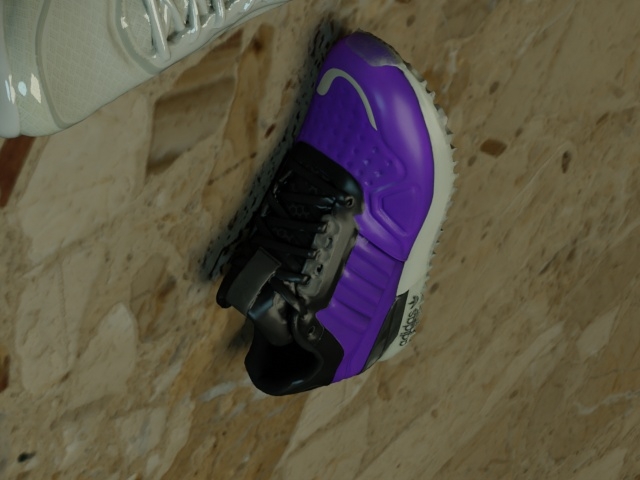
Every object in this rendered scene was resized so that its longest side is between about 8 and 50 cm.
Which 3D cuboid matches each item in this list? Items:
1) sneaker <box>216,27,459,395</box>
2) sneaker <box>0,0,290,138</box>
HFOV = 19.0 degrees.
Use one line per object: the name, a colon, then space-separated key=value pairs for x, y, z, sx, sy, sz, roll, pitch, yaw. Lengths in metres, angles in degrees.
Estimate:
sneaker: x=0.001 y=0.001 z=1.300 sx=0.146 sy=0.102 sz=0.293 roll=-26 pitch=140 yaw=-30
sneaker: x=-0.072 y=-0.144 z=0.976 sx=0.292 sy=0.118 sz=0.110 roll=-52 pitch=145 yaw=-46
